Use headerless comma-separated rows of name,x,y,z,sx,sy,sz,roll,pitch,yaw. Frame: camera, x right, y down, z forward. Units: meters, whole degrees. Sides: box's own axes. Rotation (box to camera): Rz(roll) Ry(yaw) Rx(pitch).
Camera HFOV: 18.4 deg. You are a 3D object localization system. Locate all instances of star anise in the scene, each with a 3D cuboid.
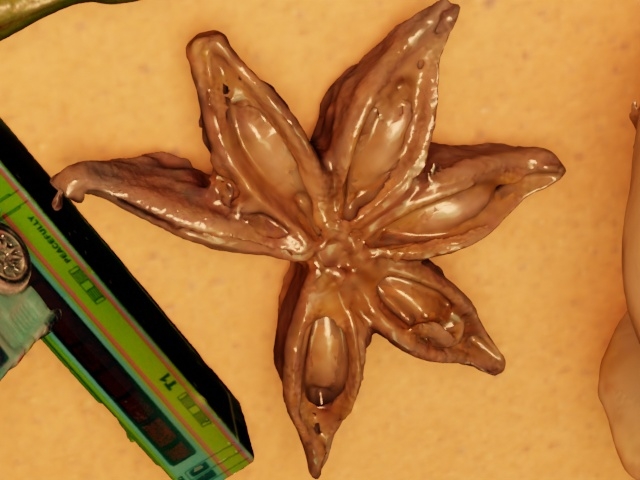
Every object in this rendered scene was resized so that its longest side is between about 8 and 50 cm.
star anise,0.011,-0.012,0.810,0.172,0.063,0.208,-39,118,4

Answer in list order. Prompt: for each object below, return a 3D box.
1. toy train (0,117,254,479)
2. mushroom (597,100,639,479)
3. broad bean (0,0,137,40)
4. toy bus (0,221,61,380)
toy train,-0.102,0.023,0.807,0.042,0.044,0.209,-33,121,7
mushroom,0.244,0.017,0.784,0.297,0.298,0.290,6,151,-18
broad bean,-0.052,-0.124,0.732,0.256,0.052,0.053,-23,109,-3
toy bus,-0.180,-0.002,0.719,0.079,0.092,0.160,-27,106,30
